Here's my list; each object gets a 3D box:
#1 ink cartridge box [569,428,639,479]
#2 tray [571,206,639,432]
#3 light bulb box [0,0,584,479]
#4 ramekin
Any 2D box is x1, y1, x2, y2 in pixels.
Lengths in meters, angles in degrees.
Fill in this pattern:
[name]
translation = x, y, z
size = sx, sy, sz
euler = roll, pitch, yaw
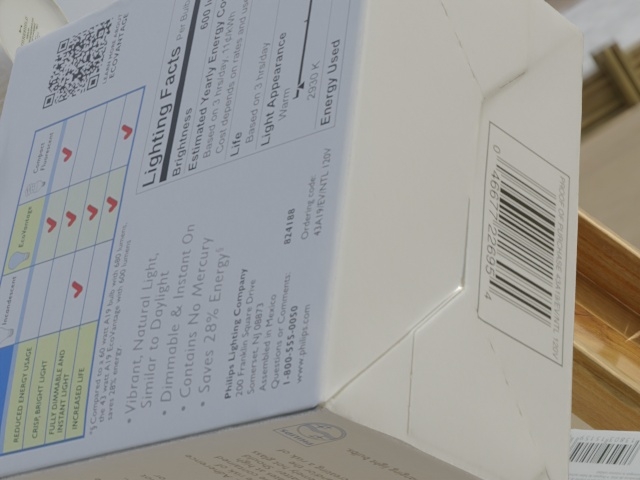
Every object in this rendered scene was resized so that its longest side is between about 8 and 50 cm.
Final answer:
[ink cartridge box]
translation = 0.261, 0.251, 1.266
size = 0.275, 0.060, 0.239
euler = -5, 37, 47
[tray]
translation = 0.214, 0.042, 1.570
size = 0.076, 0.411, 0.203
euler = -56, -4, 38
[light bulb box]
translation = -0.041, 0.011, 1.064
size = 0.361, 0.225, 0.358
euler = -17, 55, 40
[ramekin]
translation = -0.420, -0.257, 2.178
size = 0.109, 0.207, 0.207
euler = -24, 7, 29
